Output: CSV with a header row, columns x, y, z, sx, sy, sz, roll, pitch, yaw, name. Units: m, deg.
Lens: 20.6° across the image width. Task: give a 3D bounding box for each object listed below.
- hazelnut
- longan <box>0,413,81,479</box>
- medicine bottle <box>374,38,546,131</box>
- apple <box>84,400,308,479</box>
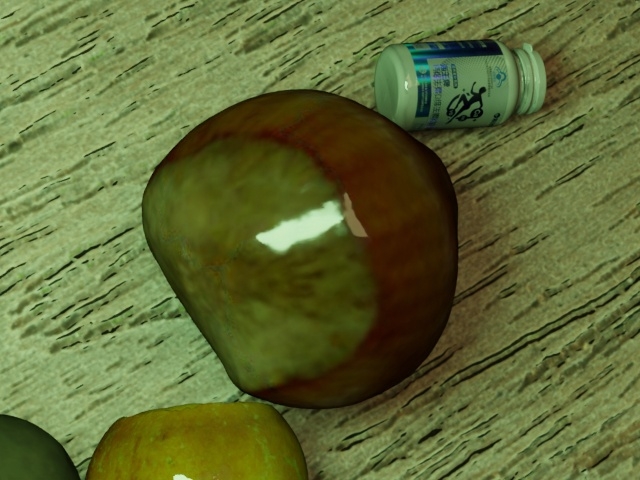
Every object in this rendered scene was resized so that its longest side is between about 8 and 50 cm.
x,y,z,sx,sy,sz,roll,pitch,yaw,name
-0.005,0.002,1.917,0.365,0.366,0.366,4,74,-15,hazelnut
-0.361,0.311,1.756,0.300,0.243,0.300,0,60,0,longan
0.169,-0.188,2.120,0.191,0.107,0.107,-5,76,-17,medicine bottle
-0.126,0.261,1.857,0.237,0.237,0.208,16,61,-12,apple
